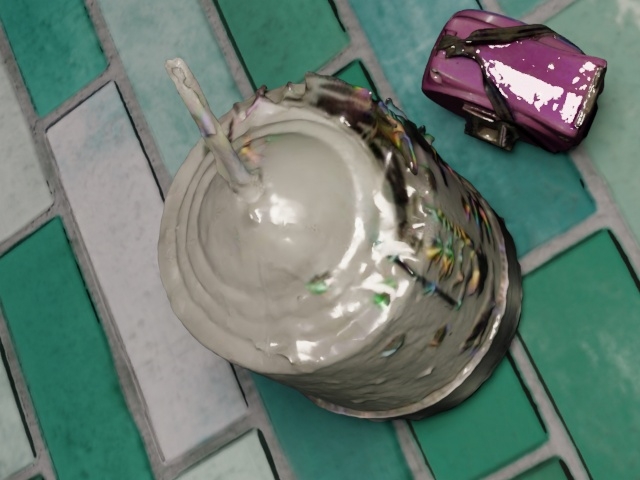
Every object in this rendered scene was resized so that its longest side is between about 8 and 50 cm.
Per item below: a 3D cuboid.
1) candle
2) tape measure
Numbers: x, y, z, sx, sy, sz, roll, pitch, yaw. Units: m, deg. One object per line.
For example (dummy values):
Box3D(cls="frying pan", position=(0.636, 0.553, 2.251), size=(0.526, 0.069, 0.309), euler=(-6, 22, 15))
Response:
Box3D(cls="candle", position=(0.000, 0.000, 0.778), size=(0.187, 0.330, 0.187), euler=(-8, 71, 23))
Box3D(cls="tape measure", position=(0.125, -0.103, 0.837), size=(0.118, 0.125, 0.074), euler=(24, 89, 15))
